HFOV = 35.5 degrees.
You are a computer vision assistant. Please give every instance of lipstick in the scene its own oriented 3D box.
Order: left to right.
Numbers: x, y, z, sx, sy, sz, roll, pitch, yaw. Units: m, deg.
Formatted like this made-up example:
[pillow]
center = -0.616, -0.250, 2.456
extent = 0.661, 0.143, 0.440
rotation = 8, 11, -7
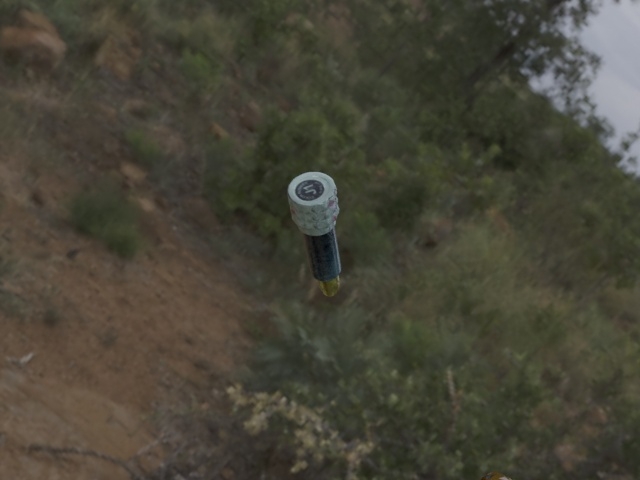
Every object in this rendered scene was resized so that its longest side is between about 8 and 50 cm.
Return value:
[lipstick]
center = 0.000, 0.000, 0.754
extent = 0.037, 0.037, 0.116
rotation = 52, -18, 38

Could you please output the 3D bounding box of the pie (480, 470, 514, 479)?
[pie]
center = 0.147, 0.308, 0.734
extent = 0.069, 0.273, 0.273
rotation = -2, 0, 13
